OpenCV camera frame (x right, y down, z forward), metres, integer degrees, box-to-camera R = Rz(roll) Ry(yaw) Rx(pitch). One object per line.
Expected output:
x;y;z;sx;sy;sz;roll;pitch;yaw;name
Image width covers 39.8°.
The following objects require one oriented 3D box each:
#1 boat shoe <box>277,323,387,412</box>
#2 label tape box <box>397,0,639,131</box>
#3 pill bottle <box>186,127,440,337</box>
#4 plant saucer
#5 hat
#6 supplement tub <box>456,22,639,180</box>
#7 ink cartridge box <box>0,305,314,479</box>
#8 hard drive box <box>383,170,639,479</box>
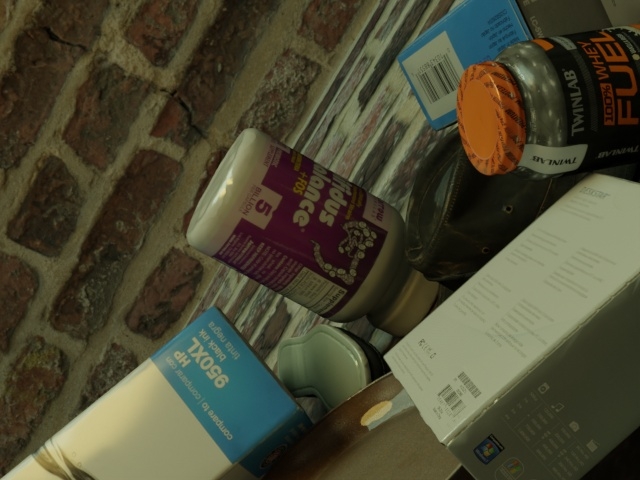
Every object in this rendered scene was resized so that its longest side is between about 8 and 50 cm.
0.028;0.158;1.127;0.302;0.091;0.114;175;92;-70;boat shoe
0.280;-0.252;0.939;0.334;0.106;0.240;-29;3;-19;label tape box
0.000;0.000;1.108;0.169;0.301;0.169;-56;15;22;pill bottle
0.053;0.213;0.824;0.311;0.050;0.310;-36;9;6;plant saucer
0.172;-0.043;0.936;0.331;0.134;0.331;-56;13;20;hat
0.218;-0.114;0.736;0.117;0.190;0.117;168;90;-77;supplement tub
-0.200;0.292;1.029;0.395;0.166;0.285;-39;-20;-9;ink cartridge box
0.175;0.065;0.645;0.232;0.089;0.181;-42;14;2;hard drive box
